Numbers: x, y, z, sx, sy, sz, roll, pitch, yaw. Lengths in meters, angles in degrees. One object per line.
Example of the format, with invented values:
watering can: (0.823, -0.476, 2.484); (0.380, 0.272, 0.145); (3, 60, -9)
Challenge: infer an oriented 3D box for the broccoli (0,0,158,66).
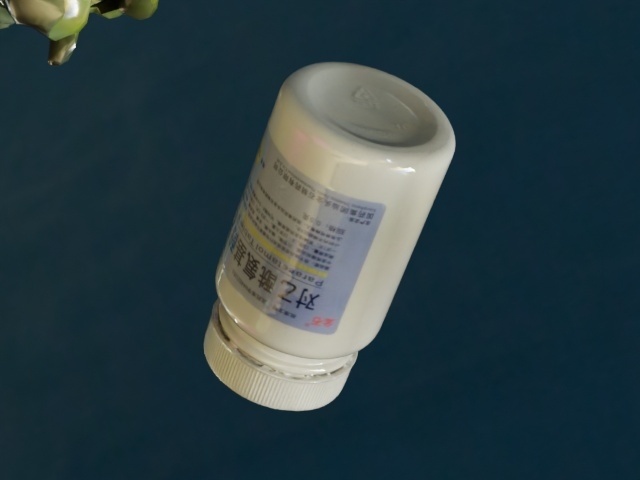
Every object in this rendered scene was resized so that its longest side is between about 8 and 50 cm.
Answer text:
broccoli: (-0.123, -0.224, 0.570); (0.272, 0.324, 0.334); (-16, -70, 49)

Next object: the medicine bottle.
medicine bottle: (0.000, 0.000, 1.077); (0.103, 0.103, 0.186); (38, -53, 23)
